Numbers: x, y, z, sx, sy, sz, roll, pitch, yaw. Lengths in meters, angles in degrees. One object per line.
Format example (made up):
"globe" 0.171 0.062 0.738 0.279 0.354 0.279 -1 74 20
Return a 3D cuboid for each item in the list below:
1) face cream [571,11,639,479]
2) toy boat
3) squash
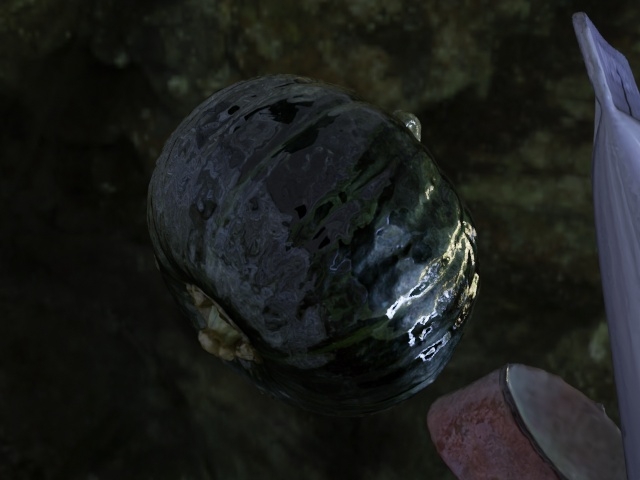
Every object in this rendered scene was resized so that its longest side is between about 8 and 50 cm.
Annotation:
"face cream" 0.133 0.063 0.446 0.096 0.273 0.154 -19 176 19
"toy boat" 0.118 0.221 0.986 0.206 0.282 0.096 44 -140 6
"squash" -0.004 0.004 0.712 0.156 0.193 0.193 -30 -131 -35
